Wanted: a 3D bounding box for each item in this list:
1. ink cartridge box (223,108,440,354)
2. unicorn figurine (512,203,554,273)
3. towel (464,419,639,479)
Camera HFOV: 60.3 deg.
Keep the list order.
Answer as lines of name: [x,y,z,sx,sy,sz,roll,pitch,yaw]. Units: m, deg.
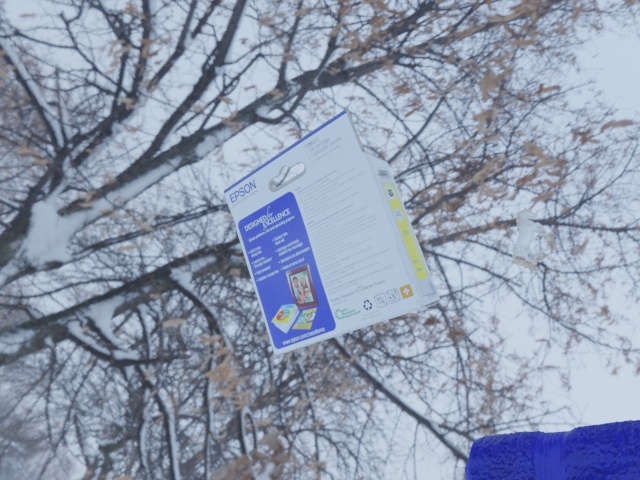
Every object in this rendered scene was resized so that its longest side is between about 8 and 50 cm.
ink cartridge box: [0.000,0.000,0.884,0.304,0.072,0.307,-26,-104,38]
unicorn figurine: [0.499,-0.012,1.311,0.060,0.161,0.111,25,4,-33]
towel: [0.292,0.322,0.616,0.076,0.227,0.308,24,-34,-30]
